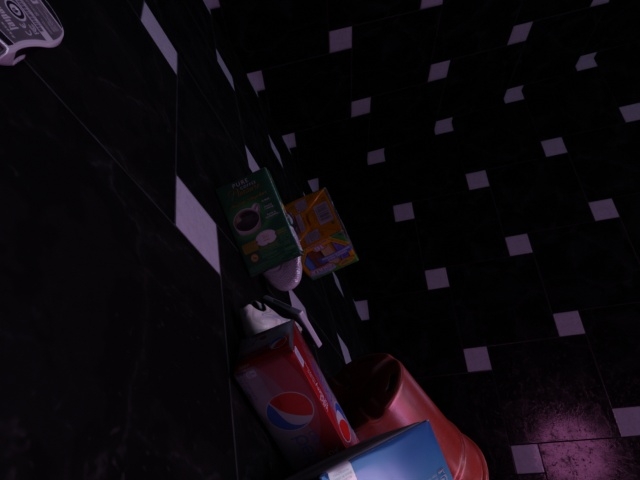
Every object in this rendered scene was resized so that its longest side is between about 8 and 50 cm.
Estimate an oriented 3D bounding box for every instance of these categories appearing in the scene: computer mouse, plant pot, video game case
[{"bbox_3d":[-0.272,-0.167,0.352,0.106,0.042,0.193,58,15,-26],"label":"computer mouse"},{"bbox_3d":[0.130,0.380,0.848,0.265,0.272,0.272,56,8,-14],"label":"plant pot"},{"bbox_3d":[-0.055,0.150,0.836,0.122,0.011,0.087,13,-44,50],"label":"video game case"}]

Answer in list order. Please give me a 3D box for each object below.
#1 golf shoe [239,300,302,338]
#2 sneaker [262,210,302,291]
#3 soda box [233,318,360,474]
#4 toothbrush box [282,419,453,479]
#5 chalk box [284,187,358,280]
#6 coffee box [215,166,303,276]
[{"bbox_3d":[-0.083,0.135,0.744,0.086,0.069,0.176,61,3,11],"label":"golf shoe"},{"bbox_3d":[-0.089,0.001,0.994,0.268,0.101,0.153,66,8,26],"label":"sneaker"},{"bbox_3d":[-0.025,0.252,0.649,0.083,0.092,0.263,-99,164,-70],"label":"soda box"},{"bbox_3d":[0.082,0.386,0.492,0.216,0.126,0.295,1,59,-48],"label":"toothbrush box"},{"bbox_3d":[0.000,0.000,1.451,0.289,0.179,0.180,58,9,-59],"label":"chalk box"},{"bbox_3d":[-0.117,-0.035,0.859,0.184,0.113,0.040,66,7,7],"label":"coffee box"}]
